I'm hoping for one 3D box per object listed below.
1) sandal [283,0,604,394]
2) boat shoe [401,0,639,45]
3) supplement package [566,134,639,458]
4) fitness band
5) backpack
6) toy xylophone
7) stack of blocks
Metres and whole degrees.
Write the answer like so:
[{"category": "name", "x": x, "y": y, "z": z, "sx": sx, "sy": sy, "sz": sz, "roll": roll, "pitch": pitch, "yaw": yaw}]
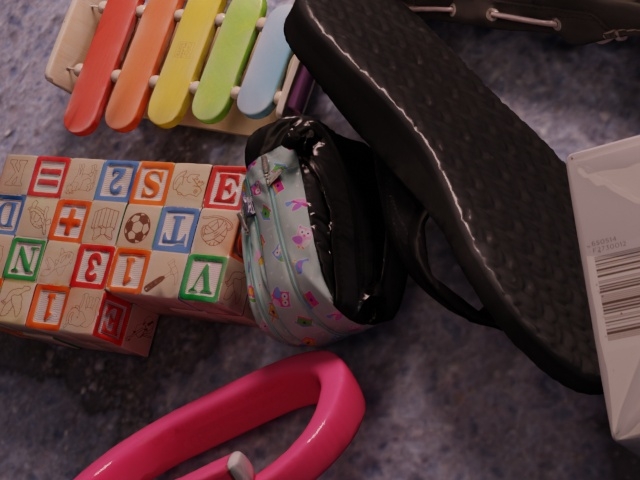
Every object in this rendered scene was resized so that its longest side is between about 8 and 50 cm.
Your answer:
[{"category": "sandal", "x": 0.111, "y": -0.042, "z": 1.016, "sx": 0.446, "sy": 0.167, "sz": 0.107, "roll": 57, "pitch": 136, "yaw": 32}, {"category": "boat shoe", "x": 0.193, "y": -0.219, "z": 1.067, "sx": 0.335, "sy": 0.095, "sz": 0.112, "roll": 20, "pitch": 47, "yaw": 30}, {"category": "supplement package", "x": 0.287, "y": 0.055, "z": 0.774, "sx": 0.175, "sy": 0.293, "sz": 0.178, "roll": -15, "pitch": 65, "yaw": 23}, {"category": "fitness band", "x": -0.099, "y": 0.180, "z": 1.012, "sx": 0.290, "sy": 0.209, "sz": 0.054, "roll": -26, "pitch": 104, "yaw": 18}, {"category": "backpack", "x": 0.000, "y": 0.000, "z": 1.062, "sx": 0.115, "sy": 0.152, "sz": 0.182, "roll": -25, "pitch": 63, "yaw": 38}, {"category": "toy xylophone", "x": -0.117, "y": -0.205, "z": 1.229, "sx": 0.322, "sy": 0.081, "sz": 0.236, "roll": 3, "pitch": 73, "yaw": 30}, {"category": "stack of blocks", "x": -0.185, "y": 0.017, "z": 1.179, "sx": 0.297, "sy": 0.087, "sz": 0.171, "roll": 4, "pitch": 74, "yaw": 30}]
